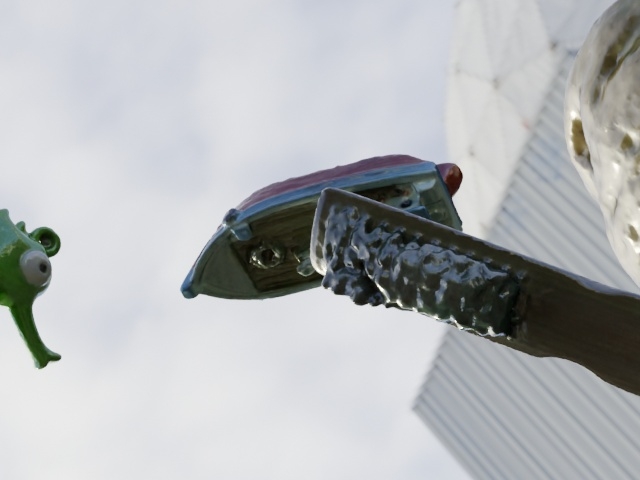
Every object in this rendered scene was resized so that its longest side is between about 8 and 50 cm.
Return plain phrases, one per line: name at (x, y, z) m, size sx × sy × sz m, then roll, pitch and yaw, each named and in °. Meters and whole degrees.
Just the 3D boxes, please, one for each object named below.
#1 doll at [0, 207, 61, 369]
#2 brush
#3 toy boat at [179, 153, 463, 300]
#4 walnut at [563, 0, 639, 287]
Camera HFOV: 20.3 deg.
doll at (-0.220, 0.058, 1.117) m, size 0.050 × 0.115 × 0.190 m, roll -39°, pitch 15°, yaw 54°
brush at (0.077, 0.027, 0.554) m, size 0.027 × 0.190 × 0.034 m, roll -26°, pitch -48°, yaw -59°
toy boat at (0.000, 0.000, 1.024) m, size 0.173 × 0.058 × 0.069 m, roll -14°, pitch -50°, yaw 17°
walnut at (0.289, -0.075, 1.191) m, size 0.283 × 0.227 × 0.283 m, roll 9°, pitch -43°, yaw 9°
